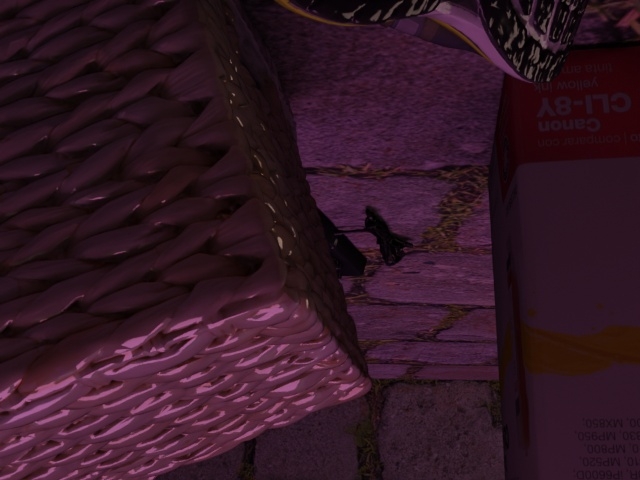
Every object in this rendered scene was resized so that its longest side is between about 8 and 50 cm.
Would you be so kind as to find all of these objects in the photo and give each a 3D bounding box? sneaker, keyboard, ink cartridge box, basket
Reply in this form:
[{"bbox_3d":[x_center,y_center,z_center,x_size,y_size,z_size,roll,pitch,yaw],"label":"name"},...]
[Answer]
[{"bbox_3d":[0.046,-0.157,0.450,0.300,0.111,0.121,4,-159,-47],"label":"sneaker"},{"bbox_3d":[0.000,0.000,1.083,0.201,0.033,0.317,-5,164,17],"label":"keyboard"},{"bbox_3d":[0.230,0.078,0.717,0.160,0.385,0.279,-2,163,6],"label":"ink cartridge box"},{"bbox_3d":[-0.159,0.009,0.561,0.331,0.266,0.328,-23,160,3],"label":"basket"}]
